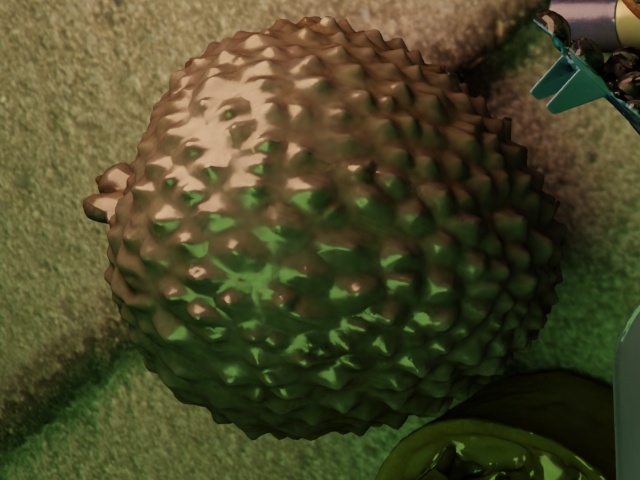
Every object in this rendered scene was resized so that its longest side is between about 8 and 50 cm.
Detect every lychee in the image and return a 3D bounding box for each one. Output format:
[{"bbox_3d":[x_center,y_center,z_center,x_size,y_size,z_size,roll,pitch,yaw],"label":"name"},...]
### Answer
[{"bbox_3d":[0.000,0.000,1.733,0.432,0.380,0.380,13,116,11],"label":"lychee"}]

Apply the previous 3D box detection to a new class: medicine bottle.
[{"bbox_3d":[0.304,-0.186,1.643,0.230,0.059,0.059,3,109,35],"label":"medicine bottle"}]

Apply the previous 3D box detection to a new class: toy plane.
[{"bbox_3d":[0.281,-0.102,1.639,0.246,0.169,0.078,27,102,-22],"label":"toy plane"}]

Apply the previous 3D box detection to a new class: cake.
[{"bbox_3d":[0.159,0.313,1.776,0.332,0.321,0.332,15,118,31],"label":"cake"}]

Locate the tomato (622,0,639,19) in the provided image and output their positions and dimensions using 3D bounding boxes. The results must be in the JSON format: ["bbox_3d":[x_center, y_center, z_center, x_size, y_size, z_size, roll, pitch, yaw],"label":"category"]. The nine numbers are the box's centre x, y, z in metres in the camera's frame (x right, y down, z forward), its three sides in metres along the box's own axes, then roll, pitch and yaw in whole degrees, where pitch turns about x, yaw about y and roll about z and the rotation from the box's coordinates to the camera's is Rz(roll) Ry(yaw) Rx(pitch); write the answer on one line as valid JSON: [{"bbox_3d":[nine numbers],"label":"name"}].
[{"bbox_3d":[0.338,-0.250,1.540,0.236,0.095,0.237,-4,79,19],"label":"tomato"}]

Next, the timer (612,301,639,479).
[{"bbox_3d":[0.415,0.192,1.556,0.395,0.173,0.395,-9,74,36],"label":"timer"}]
